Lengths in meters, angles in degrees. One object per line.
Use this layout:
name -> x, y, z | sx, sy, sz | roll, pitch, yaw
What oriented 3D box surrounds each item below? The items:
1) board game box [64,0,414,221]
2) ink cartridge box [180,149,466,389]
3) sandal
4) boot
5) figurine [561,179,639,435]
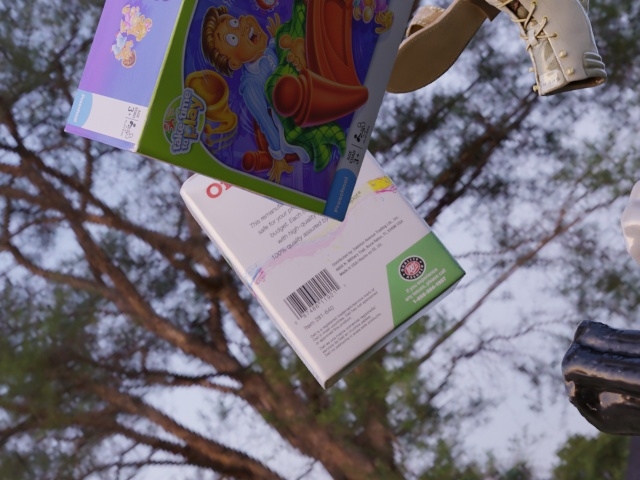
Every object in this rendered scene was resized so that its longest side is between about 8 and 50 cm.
board game box -> -0.025, -0.208, 0.776 | 0.233, 0.078, 0.347 | 16, -88, -52
ink cartridge box -> 0.000, 0.000, 1.231 | 0.201, 0.278, 0.117 | -37, -10, -8
sandal -> 0.176, -0.316, 1.556 | 0.240, 0.079, 0.088 | -41, -52, 17
boot -> 0.248, -0.254, 1.243 | 0.213, 0.165, 0.077 | -5, -7, -35
figurine -> 0.303, 0.041, 0.728 | 0.092, 0.209, 0.215 | 44, -118, -33
